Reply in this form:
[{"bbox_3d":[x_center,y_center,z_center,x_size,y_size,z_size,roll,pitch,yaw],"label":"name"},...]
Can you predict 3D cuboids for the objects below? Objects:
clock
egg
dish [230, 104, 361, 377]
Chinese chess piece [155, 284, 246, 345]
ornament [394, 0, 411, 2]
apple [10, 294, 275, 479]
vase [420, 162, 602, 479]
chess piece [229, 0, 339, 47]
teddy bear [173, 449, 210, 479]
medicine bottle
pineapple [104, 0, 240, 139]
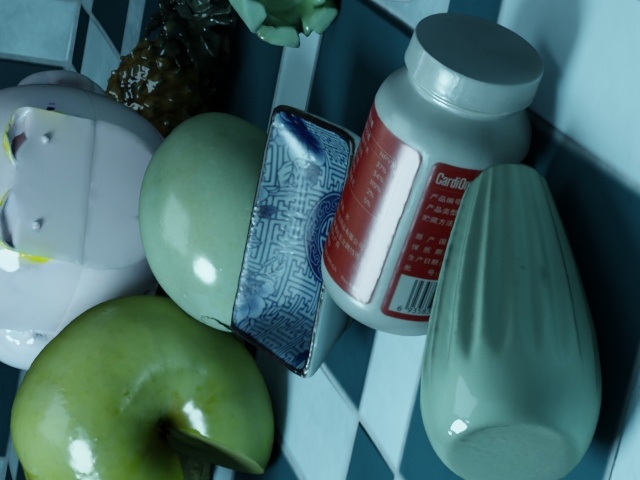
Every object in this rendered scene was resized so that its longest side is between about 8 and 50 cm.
[{"bbox_3d":[-0.334,-0.012,2.218,0.377,0.250,0.368,-27,57,60],"label":"clock"},{"bbox_3d":[-0.103,-0.023,1.955,0.186,0.186,0.253,127,138,-58],"label":"egg"},{"bbox_3d":[0.000,0.000,1.786,0.182,0.080,0.243,28,109,59],"label":"dish"},{"bbox_3d":[-0.165,0.052,2.252,0.270,0.112,0.270,-174,90,-71],"label":"Chinese chess piece"},{"bbox_3d":[0.004,-0.398,1.670,0.240,0.239,0.240,119,152,-52],"label":"ornament"},{"bbox_3d":[-0.199,0.206,2.006,0.254,0.292,0.292,2,86,63],"label":"apple"},{"bbox_3d":[0.136,0.053,1.305,0.128,0.128,0.248,117,162,-48],"label":"vase"},{"bbox_3d":[-0.078,-0.342,2.033,0.299,0.194,0.194,-121,40,-48],"label":"chess piece"},{"bbox_3d":[-0.215,0.315,2.252,0.267,0.156,0.256,-44,-38,-70],"label":"teddy bear"},{"bbox_3d":[0.090,-0.051,1.459,0.131,0.131,0.250,-107,29,-51],"label":"medicine bottle"},{"bbox_3d":[-0.181,-0.249,2.371,0.169,0.169,0.340,-108,36,-52],"label":"pineapple"}]
